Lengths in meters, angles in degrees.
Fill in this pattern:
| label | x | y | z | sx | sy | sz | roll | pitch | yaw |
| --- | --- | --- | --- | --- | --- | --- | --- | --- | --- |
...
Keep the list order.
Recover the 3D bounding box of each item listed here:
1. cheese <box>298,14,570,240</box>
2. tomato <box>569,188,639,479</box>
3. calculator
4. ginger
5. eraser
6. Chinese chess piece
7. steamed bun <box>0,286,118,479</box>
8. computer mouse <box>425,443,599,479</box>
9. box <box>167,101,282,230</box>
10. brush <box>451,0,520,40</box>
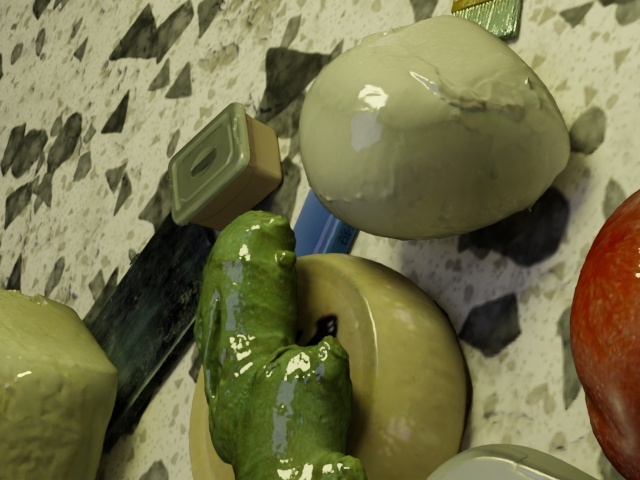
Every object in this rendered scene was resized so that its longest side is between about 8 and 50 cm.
| label | x | y | z | sx | sy | sz | roll | pitch | yaw |
| --- | --- | --- | --- | --- | --- | --- | --- | --- | --- |
| cheese | 0.076 | -0.083 | 1.029 | 0.198 | 0.189 | 0.154 | -128 | 34 | -51 |
| tomato | 0.251 | 0.059 | 0.705 | 0.232 | 0.232 | 0.188 | 28 | 124 | 54 |
| calculator | -0.186 | 0.086 | 1.393 | 0.261 | 0.021 | 0.161 | -52 | 39 | 20 |
| ginger | -0.033 | 0.099 | 0.971 | 0.290 | 0.089 | 0.137 | -111 | 35 | -47 |
| eraser | 0.000 | 0.000 | 1.196 | 0.063 | 0.027 | 0.084 | 24 | 91 | 53 |
| Chinese chess piece | 0.002 | 0.137 | 1.062 | 0.257 | 0.104 | 0.257 | -26 | 54 | 43 |
| steamed bun | -0.372 | 0.190 | 1.344 | 0.273 | 0.272 | 0.290 | 13 | 95 | 59 |
| computer mouse | 0.172 | 0.236 | 0.786 | 0.297 | 0.121 | 0.184 | 13 | 71 | 38 |
| box | -0.095 | -0.069 | 1.322 | 0.122 | 0.062 | 0.089 | -39 | 45 | 35 |
| brush | 0.154 | -0.262 | 1.151 | 0.083 | 0.011 | 0.205 | -9 | 65 | 50 |
